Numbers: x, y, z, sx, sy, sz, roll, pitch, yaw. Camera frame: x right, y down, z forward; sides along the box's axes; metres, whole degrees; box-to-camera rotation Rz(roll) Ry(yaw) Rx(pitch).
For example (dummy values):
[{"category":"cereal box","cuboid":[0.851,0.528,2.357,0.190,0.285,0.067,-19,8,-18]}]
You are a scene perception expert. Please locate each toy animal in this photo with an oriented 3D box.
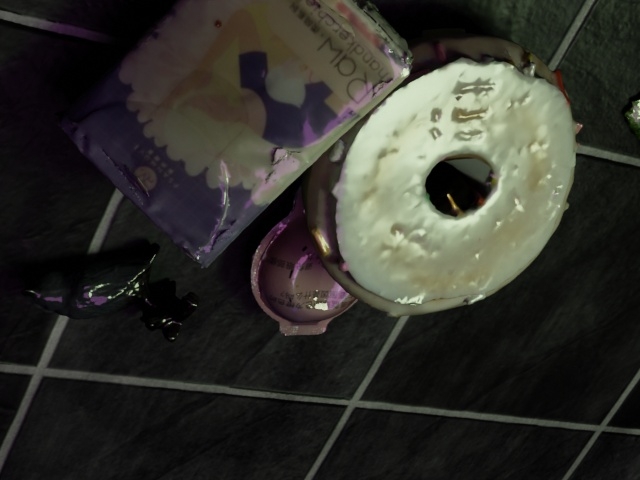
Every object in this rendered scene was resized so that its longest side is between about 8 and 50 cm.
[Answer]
[{"category":"toy animal","cuboid":[-0.266,0.051,1.815,0.210,0.121,0.117,14,102,-26]}]

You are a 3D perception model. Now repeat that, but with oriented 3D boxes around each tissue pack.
[{"category":"tissue pack","cuboid":[-0.091,-0.172,1.618,0.343,0.125,0.242,-43,96,12]}]

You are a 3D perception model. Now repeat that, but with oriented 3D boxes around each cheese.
[{"category":"cheese","cuboid":[0.000,0.000,1.904,0.189,0.074,0.286,-3,117,-25]}]

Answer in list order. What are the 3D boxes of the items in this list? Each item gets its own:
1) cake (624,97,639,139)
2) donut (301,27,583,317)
[{"category":"cake","cuboid":[0.518,-0.147,2.050,0.235,0.099,0.100,41,106,-21]},{"category":"donut","cuboid":[0.143,-0.090,1.808,0.382,0.142,0.383,-12,119,-22]}]
